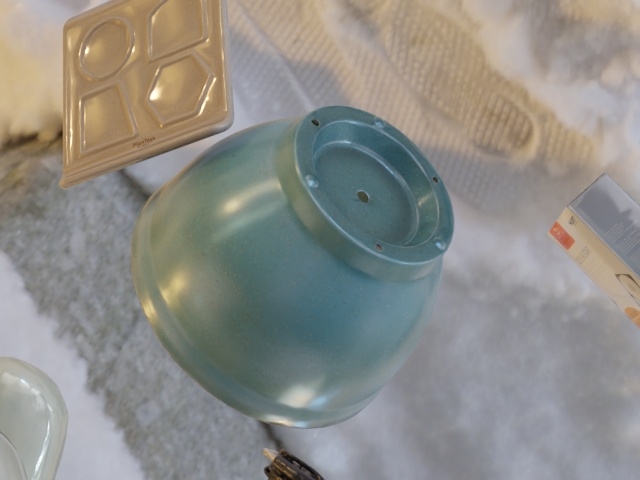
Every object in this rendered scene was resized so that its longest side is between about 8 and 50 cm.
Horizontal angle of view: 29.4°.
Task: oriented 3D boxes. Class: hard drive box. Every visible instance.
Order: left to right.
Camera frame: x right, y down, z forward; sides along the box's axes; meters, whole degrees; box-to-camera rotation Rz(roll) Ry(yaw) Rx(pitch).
[{"bbox_3d":[0.486,0.023,1.940,0.089,0.181,0.232,-40,78,-9],"label":"hard drive box"}]

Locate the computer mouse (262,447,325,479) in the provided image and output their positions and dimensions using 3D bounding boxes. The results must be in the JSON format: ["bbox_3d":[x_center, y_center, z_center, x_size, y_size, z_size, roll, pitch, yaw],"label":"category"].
[{"bbox_3d":[-0.077,0.300,1.276,0.188,0.272,0.072,33,128,39],"label":"computer mouse"}]

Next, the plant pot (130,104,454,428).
[{"bbox_3d":[0.000,0.000,1.127,0.293,0.293,0.196,38,131,-9],"label":"plant pot"}]

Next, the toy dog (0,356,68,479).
[{"bbox_3d":[-0.318,0.245,0.717,0.284,0.408,0.395,14,90,-13],"label":"toy dog"}]

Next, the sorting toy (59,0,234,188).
[{"bbox_3d":[-0.164,-0.158,1.160,0.193,0.208,0.038,-17,149,25],"label":"sorting toy"}]
